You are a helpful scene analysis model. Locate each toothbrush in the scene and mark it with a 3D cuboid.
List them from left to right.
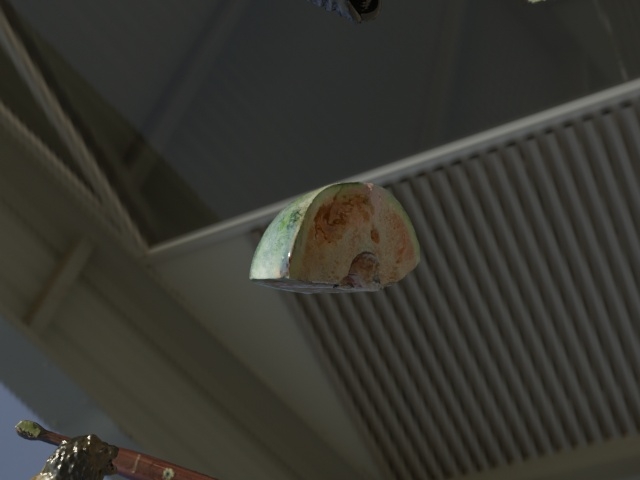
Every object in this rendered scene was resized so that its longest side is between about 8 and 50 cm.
[{"bbox_3d":[-0.228,0.300,1.600,0.041,0.364,0.041,19,-90,-86],"label":"toothbrush"}]

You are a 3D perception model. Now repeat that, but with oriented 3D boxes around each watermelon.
[{"bbox_3d":[0.001,-0.007,1.964,0.322,0.188,0.175,12,-101,-52],"label":"watermelon"}]

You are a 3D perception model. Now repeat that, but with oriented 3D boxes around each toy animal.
[{"bbox_3d":[-0.279,0.272,1.159,0.220,0.069,0.086,-43,-55,-20],"label":"toy animal"}]

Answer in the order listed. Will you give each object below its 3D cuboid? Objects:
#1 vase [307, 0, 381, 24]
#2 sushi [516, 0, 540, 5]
[{"bbox_3d":[-0.052,-0.304,1.313,0.115,0.237,0.115,14,-90,-69],"label":"vase"},{"bbox_3d":[0.224,-0.326,0.815,0.050,0.264,0.290,-56,-46,-76],"label":"sushi"}]
